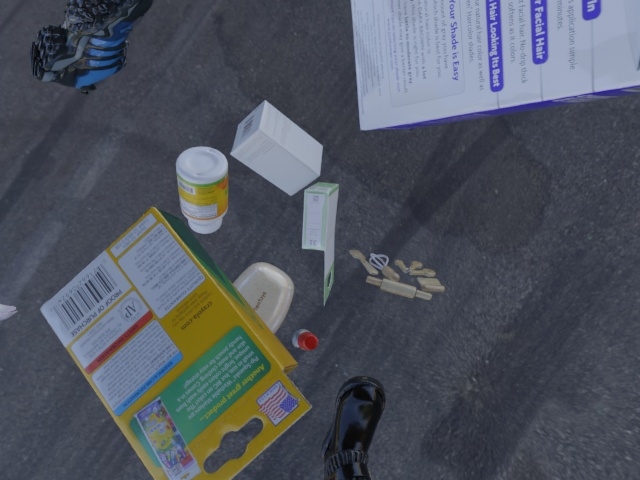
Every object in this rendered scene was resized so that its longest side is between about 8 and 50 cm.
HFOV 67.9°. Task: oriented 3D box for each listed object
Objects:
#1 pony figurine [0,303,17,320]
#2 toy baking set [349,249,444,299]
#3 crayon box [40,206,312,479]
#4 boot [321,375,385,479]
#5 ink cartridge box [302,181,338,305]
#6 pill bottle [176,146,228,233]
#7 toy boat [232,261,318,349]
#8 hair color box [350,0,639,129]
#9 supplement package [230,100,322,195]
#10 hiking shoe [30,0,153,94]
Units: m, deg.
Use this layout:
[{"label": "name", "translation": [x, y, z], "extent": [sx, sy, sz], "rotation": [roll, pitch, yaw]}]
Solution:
[{"label": "pony figurine", "translation": [-0.676, 0.075, 0.659], "extent": [0.351, 0.303, 0.363], "rotation": [43, 73, -11]}, {"label": "toy baking set", "translation": [0.191, 0.088, 1.236], "extent": [0.257, 0.196, 0.030], "rotation": [14, 110, 6]}, {"label": "crayon box", "translation": [-0.179, 0.143, 0.608], "extent": [0.203, 0.083, 0.323], "rotation": [-42, 75, 1]}, {"label": "boot", "translation": [0.089, 0.555, 1.225], "extent": [0.131, 0.260, 0.347], "rotation": [12, 114, -4]}, {"label": "ink cartridge box", "translation": [0.000, 0.000, 1.018], "extent": [0.056, 0.171, 0.234], "rotation": [6, 103, 7]}, {"label": "pill bottle", "translation": [-0.334, -0.134, 1.360], "extent": [0.137, 0.245, 0.136], "rotation": [5, 51, -7]}, {"label": "toy boat", "translation": [-0.148, 0.237, 1.449], "extent": [0.318, 0.148, 0.267], "rotation": [37, 76, -8]}, {"label": "hair color box", "translation": [0.186, -0.222, 0.478], "extent": [0.339, 0.110, 0.185], "rotation": [6, 104, 51]}, {"label": "supplement package", "translation": [-0.094, -0.204, 1.073], "extent": [0.105, 0.179, 0.105], "rotation": [-31, 39, 36]}, {"label": "hiking shoe", "translation": [-0.409, -0.389, 0.894], "extent": [0.304, 0.132, 0.113], "rotation": [-21, 76, 27]}]
